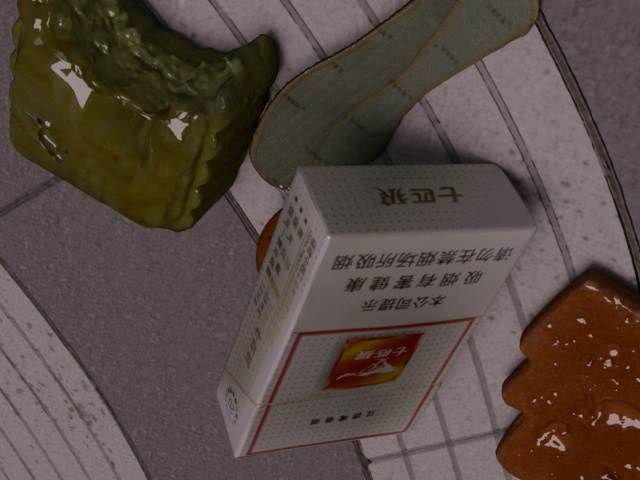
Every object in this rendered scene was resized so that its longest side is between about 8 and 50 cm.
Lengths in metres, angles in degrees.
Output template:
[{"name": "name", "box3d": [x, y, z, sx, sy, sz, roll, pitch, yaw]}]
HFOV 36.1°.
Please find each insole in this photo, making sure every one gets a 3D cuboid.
[{"name": "insole", "box3d": [0.051, -0.138, 0.893, 0.119, 0.009, 0.348, 35, 134, -25]}]

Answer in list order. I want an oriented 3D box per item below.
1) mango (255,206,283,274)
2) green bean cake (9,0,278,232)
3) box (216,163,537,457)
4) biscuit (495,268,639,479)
[{"name": "mango", "box3d": [0.000, -0.001, 0.996, 0.105, 0.084, 0.159, 42, 113, -15]}, {"name": "green bean cake", "box3d": [-0.182, -0.142, 0.957, 0.236, 0.124, 0.233, 30, 132, 5]}, {"name": "box", "box3d": [0.040, 0.074, 0.951, 0.210, 0.095, 0.330, -2, 139, -25]}, {"name": "biscuit", "box3d": [0.298, 0.157, 0.983, 0.284, 0.043, 0.306, -1, 121, 30]}]
